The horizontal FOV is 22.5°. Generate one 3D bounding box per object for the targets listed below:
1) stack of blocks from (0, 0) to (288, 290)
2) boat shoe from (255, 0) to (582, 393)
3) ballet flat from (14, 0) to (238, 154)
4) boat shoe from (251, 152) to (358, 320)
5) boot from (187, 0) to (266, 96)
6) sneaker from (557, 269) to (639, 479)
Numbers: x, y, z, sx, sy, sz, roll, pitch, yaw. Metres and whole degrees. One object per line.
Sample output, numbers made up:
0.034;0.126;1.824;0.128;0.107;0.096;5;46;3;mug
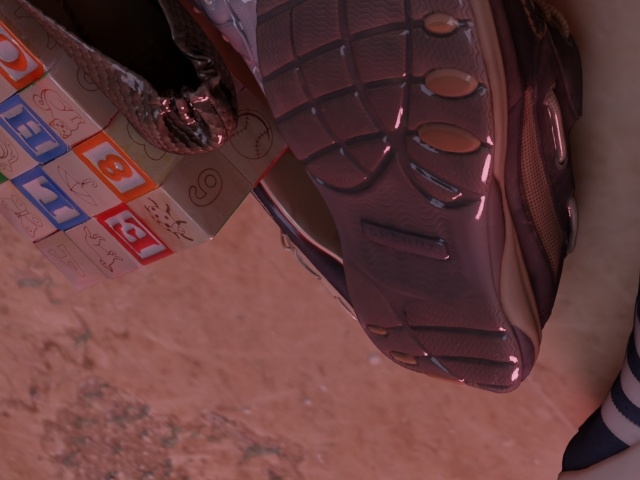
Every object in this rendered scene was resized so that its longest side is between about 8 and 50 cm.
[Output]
-0.179;-0.116;0.918;0.297;0.087;0.171;47;148;-16;stack of blocks
0.062;-0.072;0.828;0.132;0.130;0.355;17;144;24;boat shoe
-0.130;-0.139;0.809;0.250;0.084;0.058;49;167;-16;ballet flat
0.000;0.000;0.989;0.137;0.049;0.043;43;136;-19;boat shoe
-0.041;-0.150;0.864;0.123;0.095;0.258;9;130;36;boot
0.217;0.054;0.890;0.131;0.148;0.350;-5;159;-16;sneaker
